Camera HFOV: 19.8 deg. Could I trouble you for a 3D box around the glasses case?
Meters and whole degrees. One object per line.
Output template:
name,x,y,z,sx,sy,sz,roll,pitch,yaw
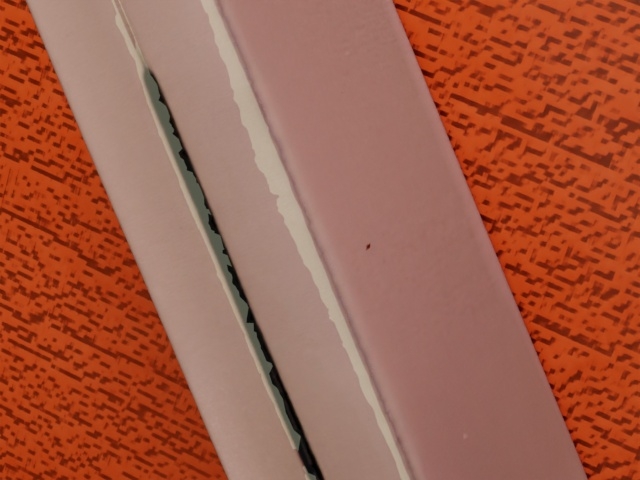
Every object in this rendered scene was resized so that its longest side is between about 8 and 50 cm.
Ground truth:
glasses case,0.000,0.000,0.635,0.070,0.131,0.313,-20,95,28
